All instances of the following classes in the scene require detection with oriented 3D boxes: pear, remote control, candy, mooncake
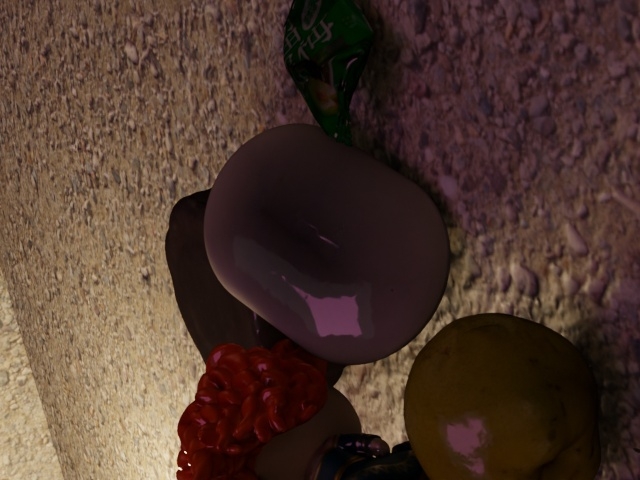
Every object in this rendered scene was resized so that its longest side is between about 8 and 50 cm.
[{"bbox_3d":[0.172,0.164,1.201,0.200,0.200,0.200,39,139,46],"label":"pear"},{"bbox_3d":[0.000,0.000,1.409,0.332,0.103,0.221,35,98,34],"label":"remote control"},{"bbox_3d":[0.009,-0.216,1.388,0.141,0.078,0.203,-56,45,44],"label":"candy"},{"bbox_3d":[-0.080,0.071,1.642,0.306,0.154,0.306,38,137,47],"label":"mooncake"}]

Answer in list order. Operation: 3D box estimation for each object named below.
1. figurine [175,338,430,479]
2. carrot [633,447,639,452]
[{"bbox_3d":[0.023,0.254,1.359,0.412,0.306,0.241,14,114,20],"label":"figurine"},{"bbox_3d":[0.376,0.165,0.822,0.331,0.214,0.193,29,103,47],"label":"carrot"}]
